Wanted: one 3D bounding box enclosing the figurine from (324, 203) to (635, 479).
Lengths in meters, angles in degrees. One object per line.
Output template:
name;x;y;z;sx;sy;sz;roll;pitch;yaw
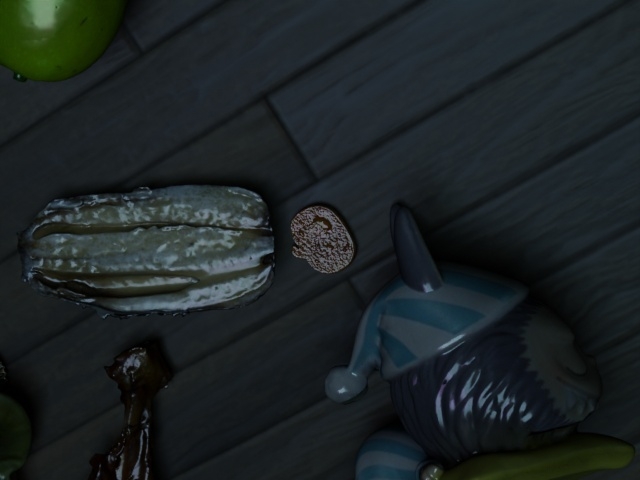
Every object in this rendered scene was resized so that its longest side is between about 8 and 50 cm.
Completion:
figurine;0.147;0.143;1.655;0.361;0.266;0.378;-30;67;41

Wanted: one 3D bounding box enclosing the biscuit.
biscuit;0.000;0.000;1.692;0.078;0.015;0.091;-25;102;16

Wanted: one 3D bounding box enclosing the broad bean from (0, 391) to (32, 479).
broad bean;-0.450;0.274;1.790;0.153;0.072;0.207;-4;117;-9

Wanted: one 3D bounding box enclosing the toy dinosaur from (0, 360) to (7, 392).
toy dinosaur;-0.449;0.192;1.804;0.187;0.044;0.106;28;106;-6

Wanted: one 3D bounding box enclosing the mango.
mango;-0.312;-0.351;1.556;0.192;0.156;0.343;-1;105;6

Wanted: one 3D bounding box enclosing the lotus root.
lotus root;-0.211;0.017;1.701;0.329;0.078;0.167;1;84;10

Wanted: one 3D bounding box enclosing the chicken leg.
chicken leg;-0.246;0.272;1.781;0.113;0.093;0.304;9;100;-13
